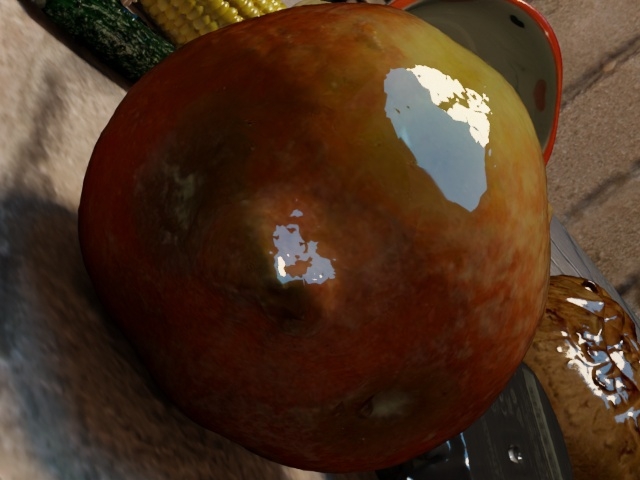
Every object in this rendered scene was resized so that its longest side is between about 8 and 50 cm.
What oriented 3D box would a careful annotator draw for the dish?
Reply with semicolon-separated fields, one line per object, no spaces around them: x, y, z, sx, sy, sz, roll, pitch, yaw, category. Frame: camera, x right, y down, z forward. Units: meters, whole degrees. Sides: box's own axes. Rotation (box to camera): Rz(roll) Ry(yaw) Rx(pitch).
0.136;-0.161;1.652;0.256;0.256;0.117;49;-3;-15;dish

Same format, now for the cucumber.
-0.117;-0.123;1.033;0.257;0.044;0.043;35;26;-54;cucumber

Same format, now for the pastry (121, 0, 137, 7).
-0.178;-0.245;0.995;0.103;0.112;0.265;45;7;20;pastry

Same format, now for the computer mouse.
0.088;0.140;0.939;0.264;0.088;0.147;29;42;-64;computer mouse

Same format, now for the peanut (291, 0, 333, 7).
0.073;-0.115;1.498;0.313;0.152;0.152;45;14;-22;peanut

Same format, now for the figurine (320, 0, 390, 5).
0.137;-0.190;1.841;0.323;0.196;0.320;40;-19;-14;figurine

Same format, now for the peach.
0.000;0.000;0.702;0.232;0.232;0.256;51;21;-5;peach

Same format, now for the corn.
-0.088;-0.190;1.224;0.244;0.093;0.093;47;13;-22;corn

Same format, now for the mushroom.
0.227;0.146;1.326;0.253;0.153;0.253;51;21;-27;mushroom
